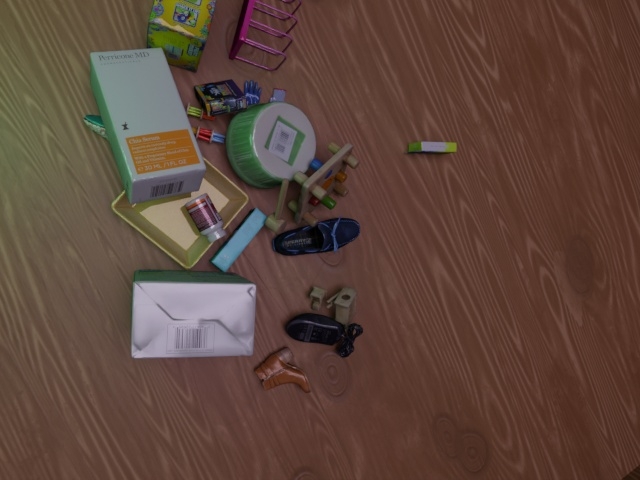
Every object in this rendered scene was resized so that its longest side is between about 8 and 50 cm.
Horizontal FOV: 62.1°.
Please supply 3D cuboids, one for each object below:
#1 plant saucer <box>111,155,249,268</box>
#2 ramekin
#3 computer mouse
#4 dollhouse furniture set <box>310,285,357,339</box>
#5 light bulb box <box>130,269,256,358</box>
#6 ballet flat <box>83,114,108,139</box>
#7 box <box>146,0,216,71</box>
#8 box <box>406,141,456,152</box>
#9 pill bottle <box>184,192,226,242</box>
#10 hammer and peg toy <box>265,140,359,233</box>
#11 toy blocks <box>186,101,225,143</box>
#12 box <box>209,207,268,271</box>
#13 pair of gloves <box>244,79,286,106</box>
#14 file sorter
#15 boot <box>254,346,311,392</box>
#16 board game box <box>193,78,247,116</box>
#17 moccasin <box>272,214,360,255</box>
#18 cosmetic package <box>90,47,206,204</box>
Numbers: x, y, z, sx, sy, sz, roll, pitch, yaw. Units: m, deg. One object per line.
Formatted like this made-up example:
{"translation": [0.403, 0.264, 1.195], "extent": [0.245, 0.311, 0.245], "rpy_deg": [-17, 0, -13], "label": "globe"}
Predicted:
{"translation": [-0.473, -0.128, 1.816], "extent": [0.333, 0.081, 0.333], "rpy_deg": [42, 78, -14], "label": "plant saucer"}
{"translation": [-0.160, -0.334, 1.841], "extent": [0.303, 0.148, 0.303], "rpy_deg": [-1, 92, -37], "label": "ramekin"}
{"translation": [0.006, 0.331, 1.964], "extent": [0.272, 0.072, 0.188], "rpy_deg": [15, 129, -8], "label": "computer mouse"}
{"translation": [0.049, 0.259, 2.016], "extent": [0.101, 0.161, 0.182], "rpy_deg": [-52, 152, -45], "label": "dollhouse furniture set"}
{"translation": [-0.415, 0.221, 1.689], "extent": [0.357, 0.361, 0.225], "rpy_deg": [3, 91, -19], "label": "light bulb box"}
{"translation": [-0.657, -0.354, 1.757], "extent": [0.241, 0.091, 0.077], "rpy_deg": [8, 120, -14], "label": "ballet flat"}
{"translation": [-0.439, -0.745, 1.712], "extent": [0.177, 0.290, 0.279], "rpy_deg": [13, 84, -18], "label": "box"}
{"translation": [0.434, -0.366, 2.108], "extent": [0.178, 0.109, 0.042], "rpy_deg": [-1, 94, -19], "label": "box"}
{"translation": [-0.377, -0.073, 1.762], "extent": [0.086, 0.086, 0.152], "rpy_deg": [-30, 99, -16], "label": "pill bottle"}
{"translation": [-0.023, -0.165, 1.842], "extent": [0.127, 0.266, 0.361], "rpy_deg": [39, 62, 11], "label": "hammer and peg toy"}
{"translation": [-0.401, -0.405, 1.853], "extent": [0.148, 0.054, 0.123], "rpy_deg": [13, 86, -18], "label": "toy blocks"}
{"translation": [-0.288, -0.002, 1.868], "extent": [0.060, 0.100, 0.244], "rpy_deg": [41, 78, -14], "label": "box"}
{"translation": [-0.212, -0.495, 1.935], "extent": [0.198, 0.023, 0.159], "rpy_deg": [9, 85, -19], "label": "pair of gloves"}
{"translation": [-0.182, -0.770, 1.851], "extent": [0.182, 0.202, 0.291], "rpy_deg": [15, 85, -20], "label": "file sorter"}
{"translation": [-0.137, 0.506, 1.938], "extent": [0.152, 0.073, 0.197], "rpy_deg": [-33, 88, -17], "label": "boot"}
{"translation": [-0.343, -0.490, 1.816], "extent": [0.141, 0.170, 0.048], "rpy_deg": [-17, 132, -18], "label": "board game box"}
{"translation": [0.000, 0.000, 1.957], "extent": [0.342, 0.117, 0.138], "rpy_deg": [-18, 96, -18], "label": "moccasin"}
{"translation": [-0.544, -0.364, 1.662], "extent": [0.230, 0.161, 0.453], "rpy_deg": [-16, 75, -27], "label": "cosmetic package"}
